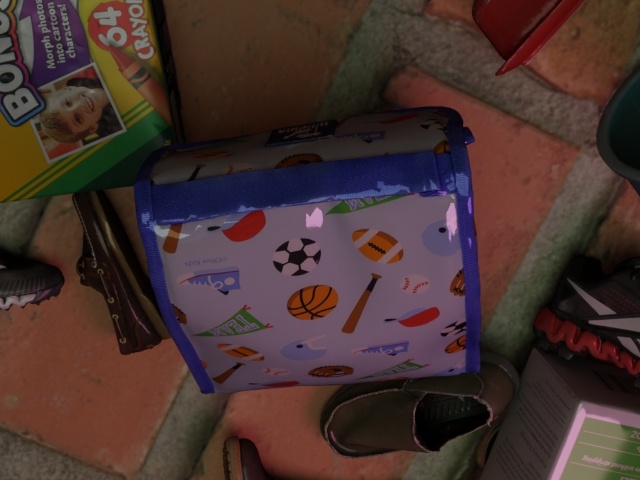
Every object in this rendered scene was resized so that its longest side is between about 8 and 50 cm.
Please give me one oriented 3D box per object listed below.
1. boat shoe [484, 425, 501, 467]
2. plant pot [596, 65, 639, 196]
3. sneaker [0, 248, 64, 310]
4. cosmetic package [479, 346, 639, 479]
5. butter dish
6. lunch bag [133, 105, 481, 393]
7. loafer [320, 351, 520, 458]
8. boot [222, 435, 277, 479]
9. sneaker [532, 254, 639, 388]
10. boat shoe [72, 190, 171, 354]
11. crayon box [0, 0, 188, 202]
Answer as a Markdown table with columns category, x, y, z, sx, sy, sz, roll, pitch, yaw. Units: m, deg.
| category | x | y | z | sx | sy | sz | roll | pitch | yaw |
| --- | --- | --- | --- | --- | --- | --- | --- | --- | --- |
| boat shoe | 0.211 | 0.280 | 1.944 | 0.046 | 0.038 | 0.125 | 13 | 109 | -4 |
| plant pot | 0.511 | -0.039 | 1.691 | 0.341 | 0.341 | 0.334 | -28 | 114 | 10 |
| sneaker | -0.405 | 0.017 | 1.843 | 0.234 | 0.078 | 0.106 | 5 | 112 | 1 |
| cosmetic package | 0.285 | 0.328 | 1.877 | 0.197 | 0.155 | 0.365 | 12 | 107 | -19 |
| butter dish | 0.209 | -0.262 | 1.703 | 0.118 | 0.160 | 0.160 | 42 | 105 | 2 |
| lunch bag | 0.000 | 0.000 | 1.665 | 0.328 | 0.385 | 0.239 | -7 | 71 | 4 |
| loafer | 0.103 | 0.195 | 1.870 | 0.251 | 0.087 | 0.094 | -22 | 108 | 26 |
| boot | 0.003 | 0.319 | 1.953 | 0.207 | 0.090 | 0.248 | -18 | 107 | -6 |
| sneaker | 0.366 | 0.093 | 1.794 | 0.276 | 0.097 | 0.135 | 22 | 99 | 36 |
| boat shoe | -0.238 | 0.037 | 1.849 | 0.073 | 0.073 | 0.207 | -21 | 107 | 6 |
| crayon box | -0.325 | -0.227 | 1.741 | 0.313 | 0.106 | 0.363 | -8 | 109 | 4 |
